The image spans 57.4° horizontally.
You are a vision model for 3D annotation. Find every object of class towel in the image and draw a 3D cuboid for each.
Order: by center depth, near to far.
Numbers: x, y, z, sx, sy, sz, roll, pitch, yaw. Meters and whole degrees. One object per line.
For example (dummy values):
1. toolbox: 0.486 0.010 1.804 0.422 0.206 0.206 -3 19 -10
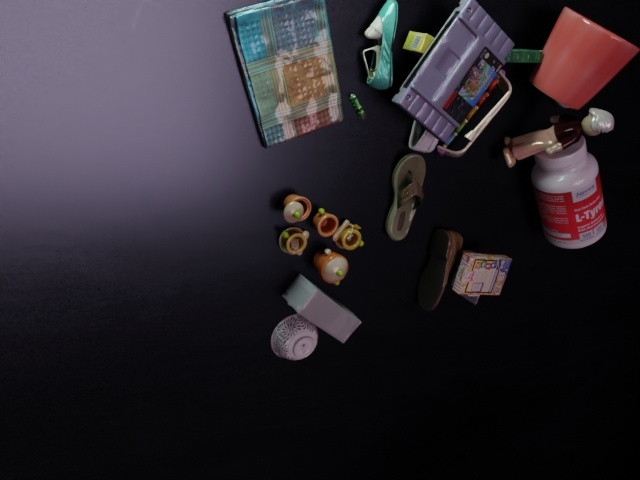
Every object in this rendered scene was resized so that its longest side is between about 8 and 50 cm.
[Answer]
1. towel: -0.078 -0.457 1.571 0.272 0.040 0.370 -24 122 -18

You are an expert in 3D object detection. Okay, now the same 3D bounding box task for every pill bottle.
1. pill bottle: 0.907 -0.185 2.149 0.229 0.229 0.407 -36 125 -11

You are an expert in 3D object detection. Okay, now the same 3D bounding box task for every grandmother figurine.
1. grandmother figurine: 0.792 -0.353 1.950 0.104 0.343 0.207 43 47 -37

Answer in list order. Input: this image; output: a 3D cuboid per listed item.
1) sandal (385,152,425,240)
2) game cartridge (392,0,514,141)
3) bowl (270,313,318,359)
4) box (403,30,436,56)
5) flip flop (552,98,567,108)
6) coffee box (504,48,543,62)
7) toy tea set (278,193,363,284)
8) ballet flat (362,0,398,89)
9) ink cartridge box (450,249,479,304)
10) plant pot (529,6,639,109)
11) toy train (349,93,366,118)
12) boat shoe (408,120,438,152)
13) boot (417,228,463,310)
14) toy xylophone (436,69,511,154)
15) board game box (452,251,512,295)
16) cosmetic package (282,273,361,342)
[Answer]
1. sandal: 0.292 -0.135 1.901 0.120 0.086 0.302 -5 114 -28
2. game cartridge: 0.395 -0.489 1.708 0.230 0.068 0.355 31 98 -28
3. bowl: -0.070 0.331 1.908 0.170 0.080 0.170 -12 117 -24
4. box: 0.364 -0.555 1.754 0.232 0.087 0.058 14 105 -35
5. flip flop: 0.866 -0.592 2.031 0.112 0.080 0.276 -18 120 -22
6. coffee box: 0.601 -0.589 1.861 0.184 0.113 0.040 -8 112 -26
7. toy tea set: 0.000 0.000 1.770 0.336 0.124 0.200 31 94 -36
8. ballet flat: 0.165 -0.550 1.646 0.087 0.083 0.247 -3 112 -14
9. ink cartridge box: 0.550 0.138 2.165 0.060 0.104 0.180 3 109 -31
10. plant pot: 0.823 -0.573 1.877 0.275 0.275 0.243 9 126 -33
11. toy train: 0.110 -0.393 1.717 0.017 0.024 0.083 -39 126 -9
12. boat shoe: 0.340 -0.397 1.806 0.084 0.095 0.258 0 111 -35
13. boot: 0.437 0.110 2.094 0.115 0.112 0.305 1 109 -42
14. toy xylophone: 0.491 -0.388 1.828 0.081 0.236 0.322 39 90 7
15. board game box: 0.575 0.120 2.079 0.194 0.045 0.146 5 110 -27
16. cosmetic package: 0.004 0.219 1.873 0.107 0.127 0.238 -49 128 -2
